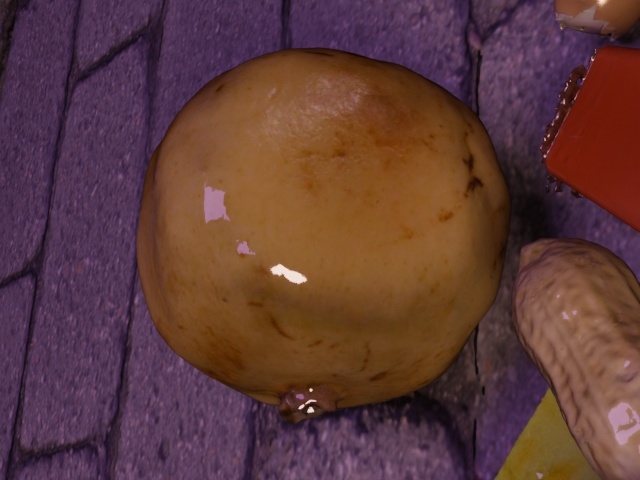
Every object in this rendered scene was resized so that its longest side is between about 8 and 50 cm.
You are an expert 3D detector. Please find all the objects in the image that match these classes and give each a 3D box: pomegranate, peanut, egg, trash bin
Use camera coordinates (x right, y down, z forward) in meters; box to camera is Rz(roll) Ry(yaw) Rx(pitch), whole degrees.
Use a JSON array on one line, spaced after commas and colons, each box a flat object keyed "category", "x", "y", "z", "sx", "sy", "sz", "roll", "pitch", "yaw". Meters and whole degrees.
[{"category": "pomegranate", "x": 0.000, "y": 0.000, "z": 1.010, "sx": 0.333, "sy": 0.333, "sz": 0.332, "roll": -29, "pitch": 52, "yaw": 45}, {"category": "peanut", "x": 0.184, "y": 0.073, "z": 0.731, "sx": 0.090, "sy": 0.099, "sz": 0.214, "roll": -63, "pitch": 33, "yaw": 33}, {"category": "egg", "x": 0.246, "y": -0.221, "z": 0.993, "sx": 0.080, "sy": 0.080, "sz": 0.096, "roll": 25, "pitch": 98, "yaw": 56}, {"category": "trash bin", "x": 0.273, "y": -0.040, "z": 0.815, "sx": 0.184, "sy": 0.161, "sz": 0.239, "roll": -66, "pitch": 27, "yaw": 7}]

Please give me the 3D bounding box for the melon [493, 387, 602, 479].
[{"category": "melon", "x": 0.168, "y": 0.221, "z": 0.854, "sx": 0.323, "sy": 0.124, "sz": 0.196, "roll": -57, "pitch": 35, "yaw": 27}]
